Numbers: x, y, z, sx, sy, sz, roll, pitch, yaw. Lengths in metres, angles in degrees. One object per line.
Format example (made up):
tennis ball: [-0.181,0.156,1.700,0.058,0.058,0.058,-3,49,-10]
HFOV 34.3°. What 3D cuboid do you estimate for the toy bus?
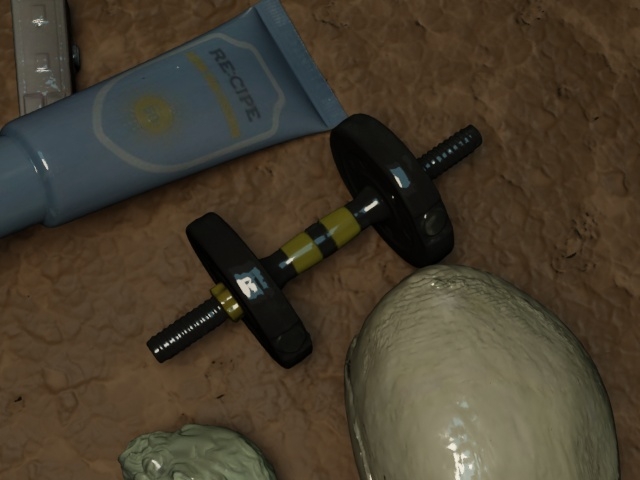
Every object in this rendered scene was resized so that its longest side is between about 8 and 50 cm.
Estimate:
toy bus: [-0.236,-0.129,0.897,0.057,0.072,0.172,-5,79,-9]

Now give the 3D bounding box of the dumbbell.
dumbbell: [0.000,0.000,0.847,0.325,0.143,0.143,-35,82,-10]

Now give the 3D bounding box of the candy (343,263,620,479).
candy: [0.126,0.157,0.758,0.185,0.295,0.296,-20,80,8]

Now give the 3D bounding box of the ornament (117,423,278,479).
ornament: [-0.091,0.285,0.793,0.130,0.120,0.285,0,79,-6]

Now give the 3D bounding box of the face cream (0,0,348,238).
face cream: [-0.149,-0.089,0.845,0.385,0.086,0.136,-29,86,-32]
